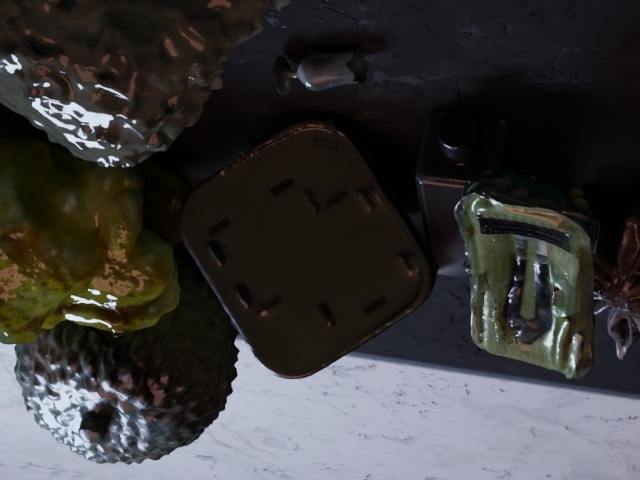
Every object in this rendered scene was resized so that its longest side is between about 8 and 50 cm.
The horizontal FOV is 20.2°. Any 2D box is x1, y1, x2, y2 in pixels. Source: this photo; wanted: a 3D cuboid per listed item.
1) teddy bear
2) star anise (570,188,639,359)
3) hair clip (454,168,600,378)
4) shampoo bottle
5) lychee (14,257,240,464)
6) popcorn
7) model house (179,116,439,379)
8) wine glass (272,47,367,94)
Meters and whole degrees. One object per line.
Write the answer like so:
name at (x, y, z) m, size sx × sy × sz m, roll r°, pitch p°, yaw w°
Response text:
teddy bear at (-0.233, -0.213, 1.449) m, size 0.367 × 0.224 × 0.357 m, roll 32°, pitch 153°, yaw -8°
star anise at (0.319, 0.031, 1.779) m, size 0.223 × 0.109 × 0.236 m, roll 39°, pitch 159°, yaw 0°
hair clip at (0.201, 0.017, 1.679) m, size 0.138 × 0.091 × 0.321 m, roll 16°, pitch 153°, yaw 15°
shampoo bottle at (0.141, -0.046, 1.724) m, size 0.080 × 0.079 × 0.246 m, roll 6°, pitch 154°, yaw 12°
lychee at (-0.216, 0.127, 2.036) m, size 0.255 × 0.274 × 0.255 m, roll 13°, pitch 139°, yaw 12°
popcorn at (-0.271, -0.010, 1.818) m, size 0.276 × 0.225 × 0.276 m, roll -9°, pitch -168°, yaw 2°
model house at (0.000, 0.000, 1.851) m, size 0.205 × 0.218 × 0.278 m, roll -31°, pitch 179°, yaw 7°
wine glass at (0.001, -0.152, 1.615) m, size 0.083 × 0.039 × 0.042 m, roll -6°, pitch 148°, yaw 25°
